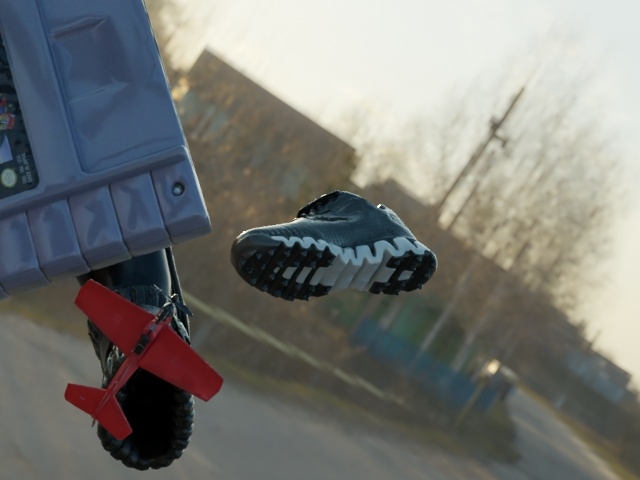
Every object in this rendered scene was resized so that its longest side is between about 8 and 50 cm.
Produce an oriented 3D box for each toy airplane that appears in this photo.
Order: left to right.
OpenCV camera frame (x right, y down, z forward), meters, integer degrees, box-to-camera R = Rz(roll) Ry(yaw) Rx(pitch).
[{"bbox_3d":[-0.164,0.105,1.358,0.151,0.151,0.028,33,16,6],"label":"toy airplane"}]

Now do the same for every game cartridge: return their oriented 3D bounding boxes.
[{"bbox_3d":[-0.251,-0.136,1.397,0.068,0.230,0.355,85,-13,-69],"label":"game cartridge"}]

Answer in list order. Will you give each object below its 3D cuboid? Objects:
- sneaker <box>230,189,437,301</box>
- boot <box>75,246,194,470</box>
[{"bbox_3d":[0.000,0.000,1.555,0.234,0.078,0.106,2,45,-37],"label":"sneaker"},{"bbox_3d":[-0.233,0.071,1.869,0.260,0.131,0.348,-94,164,-64],"label":"boot"}]
